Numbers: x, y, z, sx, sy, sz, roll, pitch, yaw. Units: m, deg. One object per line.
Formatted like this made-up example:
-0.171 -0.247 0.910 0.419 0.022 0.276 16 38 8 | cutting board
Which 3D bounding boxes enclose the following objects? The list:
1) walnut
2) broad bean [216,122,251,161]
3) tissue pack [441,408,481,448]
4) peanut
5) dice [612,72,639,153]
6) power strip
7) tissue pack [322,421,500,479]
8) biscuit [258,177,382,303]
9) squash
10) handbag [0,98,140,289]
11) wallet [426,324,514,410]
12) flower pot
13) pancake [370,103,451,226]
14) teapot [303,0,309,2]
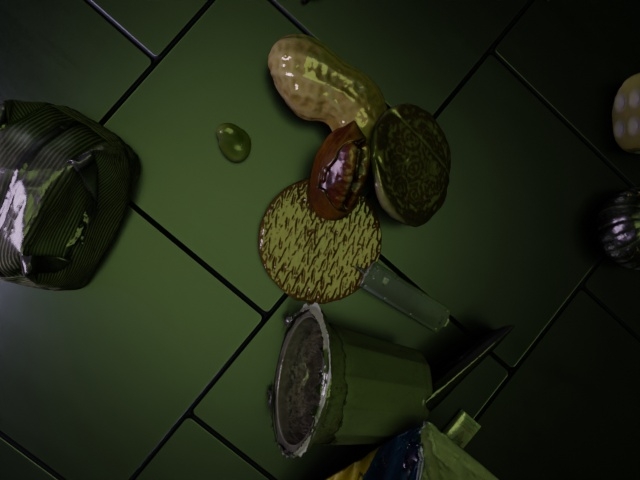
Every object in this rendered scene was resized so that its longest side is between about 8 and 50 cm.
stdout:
0.039 -0.131 1.175 0.115 0.116 0.207 12 115 -9 | walnut
-0.173 -0.198 1.230 0.063 0.045 0.083 -35 104 -6 | broad bean
0.292 0.423 1.325 0.056 0.023 0.108 41 86 -8 | tissue pack
0.027 -0.284 1.218 0.305 0.147 0.147 33 86 -10 | peanut
0.748 -0.274 1.312 0.169 0.169 0.166 0 90 -9 | dice
0.167 0.113 1.278 0.252 0.027 0.060 32 87 -19 | power strip
0.127 0.550 1.098 0.264 0.253 0.416 38 126 -11 | tissue pack
0.000 0.000 1.264 0.261 0.037 0.262 0 92 -10 | biscuit
0.694 -0.025 1.319 0.193 0.155 0.193 4 83 -33 | squash
-0.491 -0.074 1.084 0.247 0.240 0.341 26 88 -4 | handbag
0.291 0.256 1.257 0.245 0.168 0.052 -40 75 -6 | wallet
0.060 0.283 1.174 0.258 0.290 0.291 15 89 -20 | flower pot
0.185 -0.147 1.230 0.250 0.031 0.250 -1 91 -43 | pancake
-0.008 -0.531 1.249 0.067 0.045 0.100 34 104 15 | teapot
